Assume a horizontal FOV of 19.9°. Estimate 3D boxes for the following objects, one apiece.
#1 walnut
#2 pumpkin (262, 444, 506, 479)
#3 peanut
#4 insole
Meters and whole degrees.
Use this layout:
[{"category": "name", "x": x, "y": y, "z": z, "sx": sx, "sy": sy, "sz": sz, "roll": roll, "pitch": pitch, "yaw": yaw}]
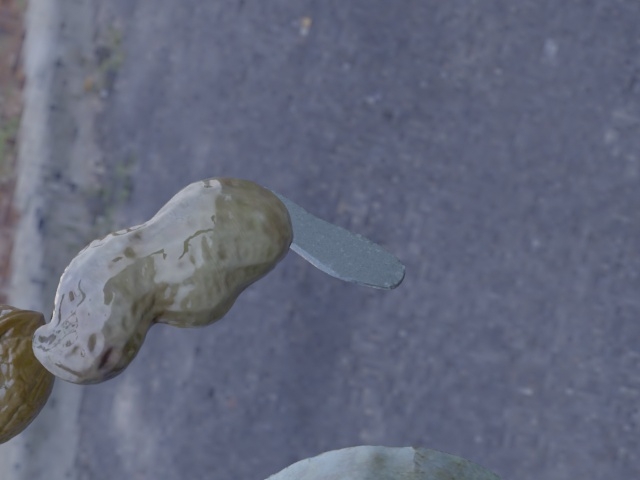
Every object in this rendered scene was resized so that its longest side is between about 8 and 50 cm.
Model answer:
[{"category": "walnut", "x": -0.263, "y": 0.106, "z": 1.458, "sx": 0.124, "sy": 0.105, "sz": 0.105, "roll": -46, "pitch": 25, "yaw": -9}, {"category": "pumpkin", "x": 0.050, "y": 0.352, "z": 1.444, "sx": 0.199, "sy": 0.332, "sz": 0.332, "roll": -78, "pitch": 13, "yaw": -66}, {"category": "peanut", "x": -0.123, "y": 0.028, "z": 1.407, "sx": 0.104, "sy": 0.227, "sz": 0.085, "roll": 59, "pitch": 165, "yaw": 3}, {"category": "insole", "x": 0.000, "y": 0.000, "z": 1.898, "sx": 0.063, "sy": 0.192, "sz": 0.010, "roll": -52, "pitch": -15, "yaw": -34}]
